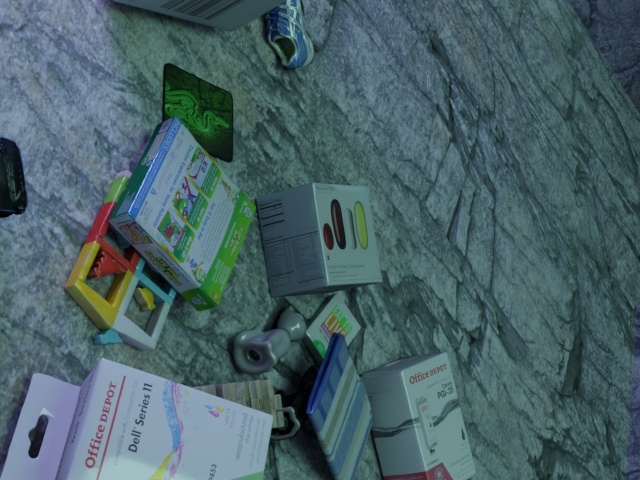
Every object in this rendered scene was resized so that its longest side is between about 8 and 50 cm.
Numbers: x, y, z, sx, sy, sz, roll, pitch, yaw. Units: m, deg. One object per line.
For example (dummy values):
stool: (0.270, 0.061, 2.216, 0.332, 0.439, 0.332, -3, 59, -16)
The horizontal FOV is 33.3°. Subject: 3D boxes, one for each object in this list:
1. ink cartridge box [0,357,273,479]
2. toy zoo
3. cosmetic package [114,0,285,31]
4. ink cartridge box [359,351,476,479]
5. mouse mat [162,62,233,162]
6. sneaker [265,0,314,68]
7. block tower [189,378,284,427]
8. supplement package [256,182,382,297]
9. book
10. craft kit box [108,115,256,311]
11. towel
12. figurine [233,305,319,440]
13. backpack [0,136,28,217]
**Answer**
ink cartridge box: (-0.263, 0.310, 1.559, 0.353, 0.119, 0.207, 21, 54, -18)
toy zoo: (-0.319, 0.051, 1.798, 0.192, 0.030, 0.293, 46, 44, -34)
cosmetic package: (-0.196, -0.644, 1.934, 0.329, 0.327, 0.394, 0, 73, -53)
ink cartridge box: (0.212, 0.400, 2.311, 0.207, 0.117, 0.283, -12, 88, -54)
mouse mat: (-0.231, -0.242, 2.041, 0.189, 0.007, 0.153, 19, 64, -48)
sneaker: (-0.077, -0.464, 2.261, 0.081, 0.080, 0.211, -38, 108, -55)
block tower: (-0.205, 0.294, 1.816, 0.335, 0.097, 0.091, 5, 74, -54)
supplement package: (0.000, 0.000, 2.142, 0.194, 0.149, 0.203, -1, 80, -53)
book: (0.018, 0.187, 2.206, 0.096, 0.035, 0.144, 58, 41, -16)
craft kit box: (-0.234, -0.047, 1.878, 0.246, 0.061, 0.250, 48, 41, -29)
towel: (0.038, 0.343, 2.100, 0.285, 0.034, 0.209, 70, 30, -42)
figurine: (-0.062, 0.242, 2.042, 0.209, 0.092, 0.215, -31, 103, -61)
backpack: (-0.493, -0.093, 1.571, 0.105, 0.084, 0.114, 4, 78, -52)
